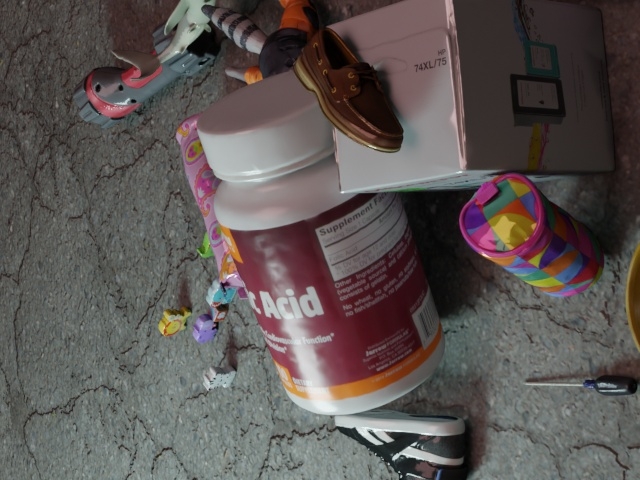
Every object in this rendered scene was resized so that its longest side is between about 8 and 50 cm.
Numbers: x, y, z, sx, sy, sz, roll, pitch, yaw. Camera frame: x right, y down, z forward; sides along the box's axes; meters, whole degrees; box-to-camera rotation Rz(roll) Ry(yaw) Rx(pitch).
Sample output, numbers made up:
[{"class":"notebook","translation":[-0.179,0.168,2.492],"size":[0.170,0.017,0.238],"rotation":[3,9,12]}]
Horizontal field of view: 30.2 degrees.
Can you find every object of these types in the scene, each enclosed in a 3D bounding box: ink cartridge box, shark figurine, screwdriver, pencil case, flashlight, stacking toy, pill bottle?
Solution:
[{"class":"ink cartridge box","translation":[0.171,-0.162,1.356],"size":[0.198,0.270,0.197],"rotation":[-7,87,48]},{"class":"shark figurine","translation":[-0.215,-0.362,1.805],"size":[0.116,0.166,0.278],"rotation":[61,146,18]},{"class":"screwdriver","translation":[0.304,0.169,1.416],"size":[0.170,0.024,0.025],"rotation":[-1,121,50]},{"class":"pencil case","translation":[0.239,-0.002,1.322],"size":[0.104,0.236,0.104],"rotation":[-7,74,26]},{"class":"flashlight","translation":[-0.302,-0.289,1.994],"size":[0.304,0.103,0.103],"rotation":[-27,77,46]},{"class":"stacking toy","translation":[-0.175,0.111,1.916],"size":[0.167,0.052,0.221],"rotation":[46,123,36]},{"class":"pencil case","translation":[-0.133,-0.059,1.805],"size":[0.124,0.124,0.284],"rotation":[-34,67,43]},{"class":"pill bottle","translation":[0.000,0.000,1.481],"size":[0.224,0.224,0.392],"rotation":[7,125,47]}]

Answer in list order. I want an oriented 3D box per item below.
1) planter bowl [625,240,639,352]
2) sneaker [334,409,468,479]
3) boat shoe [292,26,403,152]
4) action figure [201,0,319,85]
[{"class":"planter bowl","translation":[0.431,0.061,1.218],"size":[0.217,0.090,0.217],"rotation":[3,95,48]},{"class":"sneaker","translation":[0.101,0.295,1.601],"size":[0.217,0.079,0.121],"rotation":[-3,89,46]},{"class":"boat shoe","translation":[0.032,-0.161,1.259],"size":[0.178,0.064,0.060],"rotation":[53,131,35]},{"class":"action figure","translation":[-0.067,-0.206,1.676],"size":[0.341,0.178,0.330],"rotation":[-57,35,19]}]
